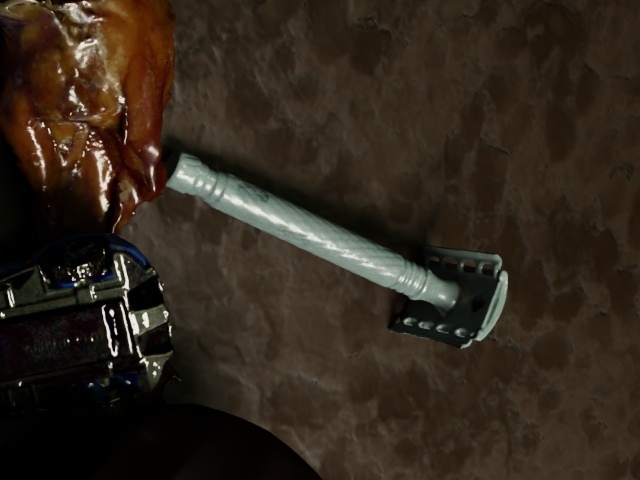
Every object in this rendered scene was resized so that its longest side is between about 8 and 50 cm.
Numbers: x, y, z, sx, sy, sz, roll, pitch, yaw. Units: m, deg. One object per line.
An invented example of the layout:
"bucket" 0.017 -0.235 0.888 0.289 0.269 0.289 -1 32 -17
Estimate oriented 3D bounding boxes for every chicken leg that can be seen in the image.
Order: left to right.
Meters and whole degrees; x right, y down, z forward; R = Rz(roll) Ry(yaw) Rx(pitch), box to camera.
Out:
"chicken leg" -0.139 -0.021 0.992 0.113 0.093 0.304 -5 110 -16

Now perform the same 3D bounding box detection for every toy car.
"toy car" -0.191 0.056 0.947 0.216 0.063 0.103 -11 112 -2

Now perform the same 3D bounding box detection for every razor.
"razor" 0.000 0.000 1.100 0.232 0.106 0.068 24 82 -24

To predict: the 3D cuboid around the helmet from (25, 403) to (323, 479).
"helmet" -0.074 0.199 0.921 0.225 0.305 0.177 32 101 -8
